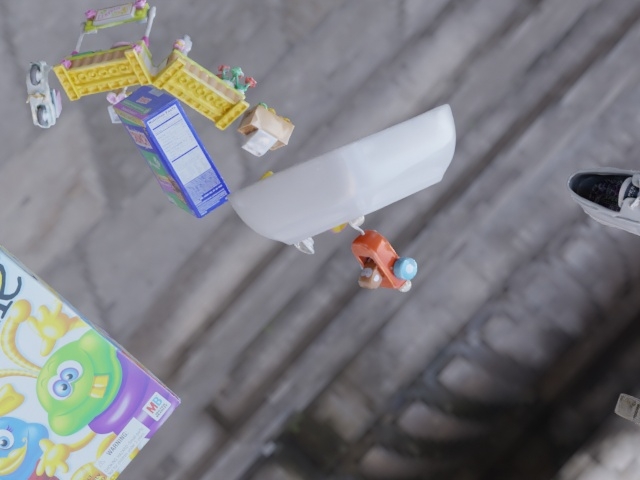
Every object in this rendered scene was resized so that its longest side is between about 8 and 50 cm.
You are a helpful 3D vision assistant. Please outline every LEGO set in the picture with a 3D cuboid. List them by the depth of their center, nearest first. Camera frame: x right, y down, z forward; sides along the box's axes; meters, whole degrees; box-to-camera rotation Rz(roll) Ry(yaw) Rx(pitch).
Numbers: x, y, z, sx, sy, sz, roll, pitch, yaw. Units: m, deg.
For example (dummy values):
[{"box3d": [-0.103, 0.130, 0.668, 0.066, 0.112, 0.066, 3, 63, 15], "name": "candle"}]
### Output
[{"box3d": [-0.165, -0.180, 2.073, 0.132, 0.287, 0.107, 95, 2, -45], "name": "LEGO set"}]

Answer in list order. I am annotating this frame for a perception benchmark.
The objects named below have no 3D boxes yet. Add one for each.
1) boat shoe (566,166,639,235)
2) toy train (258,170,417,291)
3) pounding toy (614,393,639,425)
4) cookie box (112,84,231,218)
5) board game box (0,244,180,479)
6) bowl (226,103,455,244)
[{"box3d": [0.317, -0.040, 1.936, 0.063, 0.184, 0.066, 28, 89, -37], "name": "boat shoe"}, {"box3d": [0.000, 0.000, 1.661, 0.046, 0.166, 0.125, -47, 123, -22], "name": "toy train"}, {"box3d": [0.291, 0.070, 1.185, 0.269, 0.154, 0.154, -158, -93, -85], "name": "pounding toy"}, {"box3d": [-0.132, -0.080, 1.755, 0.040, 0.107, 0.092, -34, -158, -12], "name": "cookie box"}, {"box3d": [-0.261, 0.078, 1.468, 0.144, 0.142, 0.275, -50, 131, -5], "name": "board game box"}, {"box3d": [0.023, -0.044, 1.411, 0.142, 0.053, 0.142, -23, -179, 45], "name": "bowl"}]
